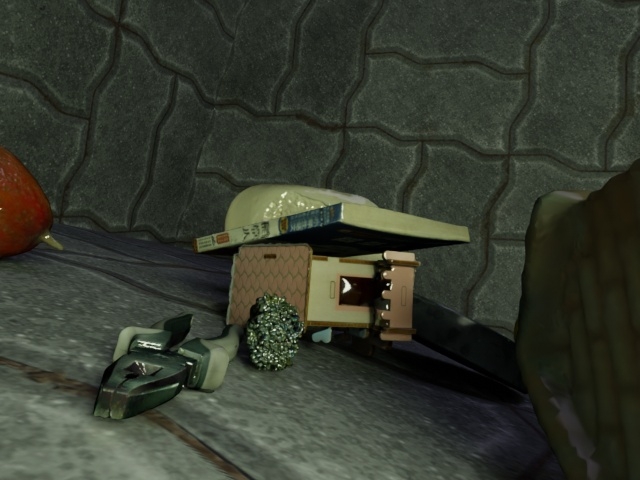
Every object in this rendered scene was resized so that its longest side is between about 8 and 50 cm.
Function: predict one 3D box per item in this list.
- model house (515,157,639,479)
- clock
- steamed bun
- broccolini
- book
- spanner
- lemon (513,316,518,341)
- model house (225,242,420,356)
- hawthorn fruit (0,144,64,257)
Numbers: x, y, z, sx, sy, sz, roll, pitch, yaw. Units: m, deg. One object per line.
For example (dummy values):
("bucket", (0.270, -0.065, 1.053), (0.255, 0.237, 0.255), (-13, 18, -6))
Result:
("model house", (0.394, 0.098, 0.283), (0.446, 0.394, 0.400), (2, -16, -4))
("clock", (0.229, 0.174, 0.829), (0.319, 0.066, 0.319), (28, -7, 3))
("steamed bun", (-0.020, 0.050, 1.252), (0.457, 0.289, 0.371), (8, -16, 15))
("broccolini", (-0.061, 0.103, 0.560), (0.068, 0.091, 0.203), (-19, 1, -10))
("book", (0.000, 0.000, 0.816), (0.300, 0.039, 0.428), (7, -10, -40))
("spanner", (-0.126, 0.102, 0.414), (0.096, 0.040, 0.325), (14, -4, -2))
("lemon", (0.557, 0.221, 0.979), (0.236, 0.235, 0.263), (15, 3, -7))
("model house", (-0.025, 0.094, 0.735), (0.245, 0.168, 0.326), (8, -5, -18))
("hawthorn fruit", (-0.522, -0.051, 0.714), (0.251, 0.199, 0.199), (29, -5, -8))
